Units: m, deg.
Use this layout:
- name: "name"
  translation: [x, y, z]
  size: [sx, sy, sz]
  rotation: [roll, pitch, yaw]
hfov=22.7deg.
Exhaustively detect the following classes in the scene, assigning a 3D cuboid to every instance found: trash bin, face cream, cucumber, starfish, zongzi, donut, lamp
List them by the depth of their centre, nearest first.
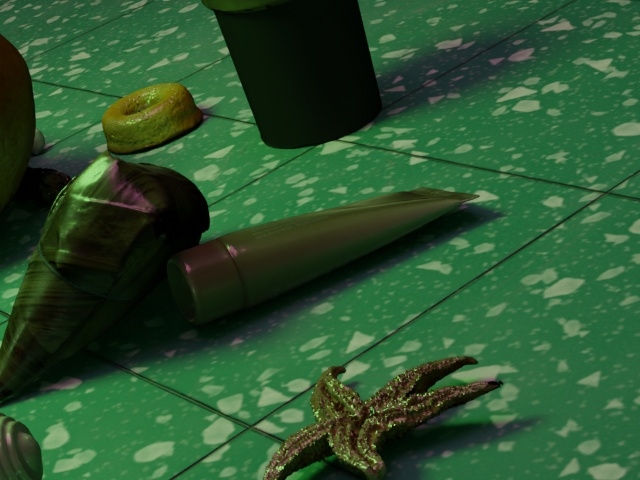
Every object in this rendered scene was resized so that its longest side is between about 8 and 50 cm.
- name: "starfish"
  translation: [0.044, 0.156, 1.408]
  size: [0.227, 0.043, 0.240]
  rotation: [-19, 20, -8]
- name: "lamp"
  translation: [-0.344, 0.226, 1.465]
  size: [0.193, 0.106, 0.106]
  rotation: [-25, 22, 10]
- name: "face cream"
  translation: [0.000, 0.000, 1.752]
  size: [0.341, 0.084, 0.137]
  rotation: [-20, 13, -22]
- name: "zongzi"
  translation: [-0.254, 0.049, 1.782]
  size: [0.300, 0.138, 0.286]
  rotation: [-58, -7, 4]
- name: "trash bin"
  translation: [-0.043, -0.306, 2.122]
  size: [0.214, 0.334, 0.214]
  rotation: [-15, 22, 6]
- name: "cucumber"
  translation: [-0.407, -0.082, 2.237]
  size: [0.053, 0.053, 0.181]
  rotation: [-31, 25, -29]
- name: "donut"
  translation: [-0.251, -0.182, 2.341]
  size: [0.152, 0.058, 0.152]
  rotation: [-16, 25, 8]

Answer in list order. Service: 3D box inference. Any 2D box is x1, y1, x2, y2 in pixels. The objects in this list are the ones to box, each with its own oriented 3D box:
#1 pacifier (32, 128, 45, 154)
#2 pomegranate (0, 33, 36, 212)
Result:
- name: "pacifier"
  translation: [-0.471, -0.148, 2.393]
  size: [0.116, 0.127, 0.150]
  rotation: [10, 24, -37]
- name: "pomegranate"
  translation: [-0.582, -0.138, 2.103]
  size: [0.416, 0.417, 0.417]
  rotation: [-15, 24, 7]
